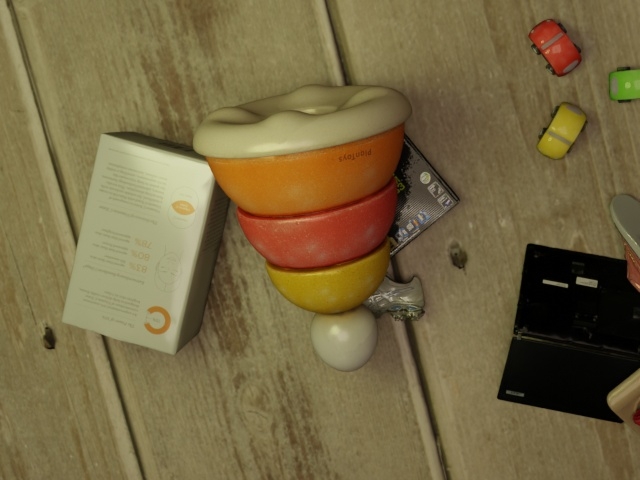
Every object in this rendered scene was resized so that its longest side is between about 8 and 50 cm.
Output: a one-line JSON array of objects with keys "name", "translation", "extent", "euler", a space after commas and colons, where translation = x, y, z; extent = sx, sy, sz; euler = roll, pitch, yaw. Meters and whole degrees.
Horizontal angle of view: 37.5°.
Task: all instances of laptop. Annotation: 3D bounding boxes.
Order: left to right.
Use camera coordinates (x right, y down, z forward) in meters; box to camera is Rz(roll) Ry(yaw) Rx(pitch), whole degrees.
[{"name": "laptop", "translation": [0.454, 0.165, 1.671], "extent": [0.234, 0.136, 0.264], "euler": [10, 74, 7]}]

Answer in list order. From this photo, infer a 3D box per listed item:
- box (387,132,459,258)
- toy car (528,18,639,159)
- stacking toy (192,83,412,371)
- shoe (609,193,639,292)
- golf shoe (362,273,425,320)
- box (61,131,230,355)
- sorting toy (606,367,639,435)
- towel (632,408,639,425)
[{"name": "box", "translation": [0.117, -0.081, 1.669], "extent": [0.191, 0.045, 0.184], "euler": [-39, 91, 12]}, {"name": "toy car", "translation": [0.470, -0.260, 1.584], "extent": [0.225, 0.053, 0.239], "euler": [-4, 98, 10]}, {"name": "stacking toy", "translation": [0.000, 0.000, 1.552], "extent": [0.351, 0.350, 0.479], "euler": [-6, 107, 10]}, {"name": "shoe", "translation": [0.534, 0.011, 1.601], "extent": [0.064, 0.081, 0.178], "euler": [-14, 58, -15]}, {"name": "golf shoe", "translation": [0.100, 0.100, 1.701], "extent": [0.176, 0.069, 0.086], "euler": [1, 77, 7]}, {"name": "box", "translation": [-0.299, -0.002, 1.684], "extent": [0.215, 0.168, 0.345], "euler": [16, 100, 6]}, {"name": "sorting toy", "translation": [0.617, 0.268, 1.622], "extent": [0.193, 0.038, 0.208], "euler": [-43, 115, 12]}, {"name": "towel", "translation": [0.687, 0.290, 1.576], "extent": [0.275, 0.031, 0.199], "euler": [25, 121, -15]}]
